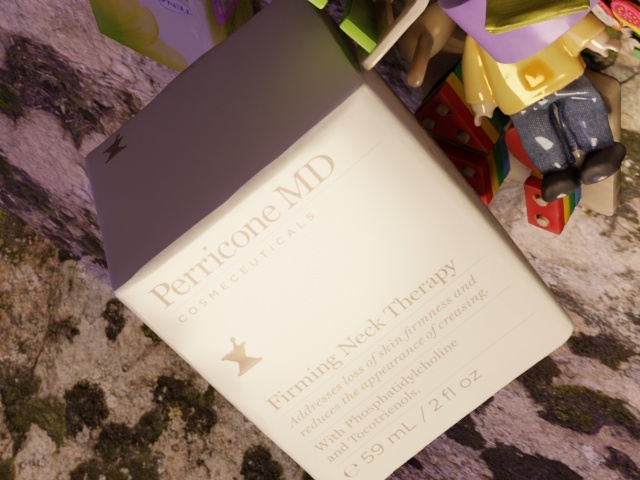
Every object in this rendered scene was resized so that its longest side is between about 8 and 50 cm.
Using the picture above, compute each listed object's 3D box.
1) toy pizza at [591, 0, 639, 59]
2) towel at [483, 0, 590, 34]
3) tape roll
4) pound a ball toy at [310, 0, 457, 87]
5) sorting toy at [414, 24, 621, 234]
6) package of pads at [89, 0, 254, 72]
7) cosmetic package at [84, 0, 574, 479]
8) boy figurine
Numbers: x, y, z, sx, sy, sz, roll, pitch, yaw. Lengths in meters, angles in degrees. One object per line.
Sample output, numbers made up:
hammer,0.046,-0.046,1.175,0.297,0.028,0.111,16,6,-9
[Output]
toy pizza,0.323,-0.203,1.433,0.201,0.032,0.201,36,-179,-1
towel,0.180,-0.300,1.264,0.102,0.237,0.021,-11,163,40
tape roll,0.203,-0.260,1.368,0.080,0.189,0.189,41,157,-17
pound a ball toy,0.072,-0.264,1.518,0.208,0.136,0.319,38,-165,-9
sorting toy,0.222,-0.124,1.759,0.257,0.089,0.255,24,156,24
package of pads,-0.199,-0.336,1.887,0.229,0.101,0.296,28,158,18
cosmetic package,0.000,0.000,1.614,0.393,0.329,0.327,46,-170,-30
boy figurine,0.227,-0.191,1.558,0.177,0.092,0.285,-21,107,24
